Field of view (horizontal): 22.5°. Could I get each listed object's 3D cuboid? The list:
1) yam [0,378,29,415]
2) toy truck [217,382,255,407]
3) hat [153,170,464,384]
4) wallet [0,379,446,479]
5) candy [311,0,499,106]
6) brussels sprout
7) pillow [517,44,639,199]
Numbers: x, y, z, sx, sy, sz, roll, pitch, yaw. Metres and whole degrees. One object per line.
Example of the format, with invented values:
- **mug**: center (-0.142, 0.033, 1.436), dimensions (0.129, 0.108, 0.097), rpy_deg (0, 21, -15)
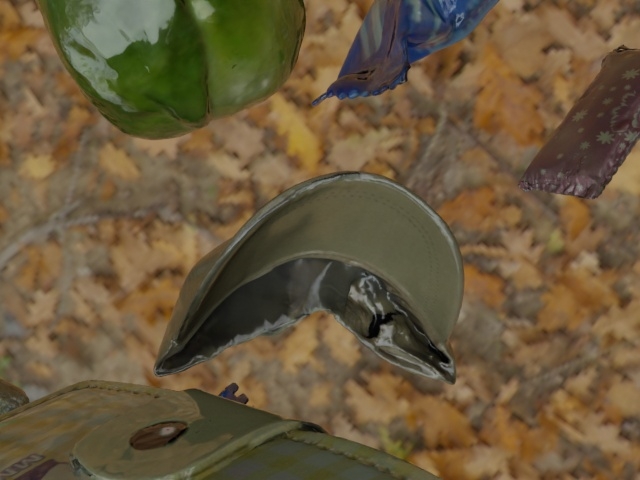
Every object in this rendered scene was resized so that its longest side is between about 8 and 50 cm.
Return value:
- **yam**: center (-0.424, 0.149, 1.671), dimensions (0.259, 0.093, 0.093), rpy_deg (25, 133, -3)
- **toy truck**: center (-0.051, 0.194, 0.874), dimensions (0.126, 0.113, 0.208), rpy_deg (23, 94, -16)
- **hat**: center (0.000, 0.000, 0.849), dimensions (0.166, 0.144, 0.173), rpy_deg (2, 129, -11)
- **wallet**: center (-0.096, 0.139, 0.690), dimensions (0.309, 0.223, 0.077), rpy_deg (14, 128, 51)
- **candy**: center (0.125, -0.230, 1.266), dimensions (0.077, 0.331, 0.187), rpy_deg (46, 165, -12)
- **brussels sprout**: center (-0.082, -0.124, 0.863), dimensions (0.145, 0.131, 0.183), rpy_deg (42, 177, 34)
- **pillow**: center (0.263, -0.114, 1.474), dimensions (0.043, 0.185, 0.118), rpy_deg (48, 162, -30)
